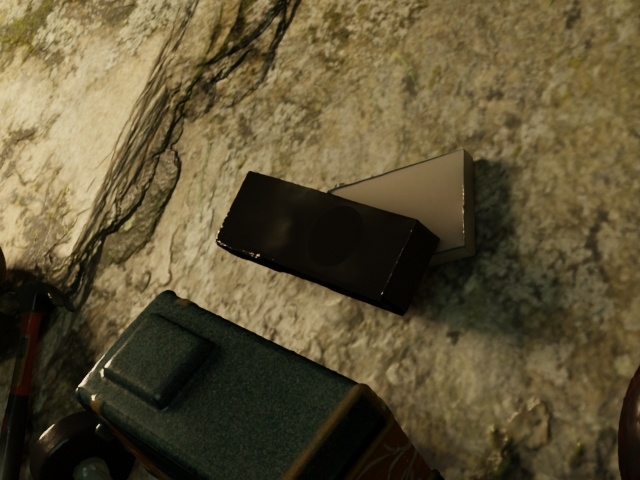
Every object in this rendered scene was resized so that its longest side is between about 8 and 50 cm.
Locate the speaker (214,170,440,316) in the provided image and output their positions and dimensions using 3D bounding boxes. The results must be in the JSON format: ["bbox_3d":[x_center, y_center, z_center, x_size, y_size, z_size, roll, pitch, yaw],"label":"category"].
[{"bbox_3d":[0.000,0.000,0.980,0.218,0.044,0.082,19,79,43],"label":"speaker"}]

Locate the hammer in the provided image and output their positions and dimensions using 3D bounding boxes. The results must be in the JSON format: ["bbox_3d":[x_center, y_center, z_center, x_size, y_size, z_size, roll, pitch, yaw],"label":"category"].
[{"bbox_3d":[-0.334,0.175,1.185,0.111,0.033,0.287,-17,56,31],"label":"hammer"}]

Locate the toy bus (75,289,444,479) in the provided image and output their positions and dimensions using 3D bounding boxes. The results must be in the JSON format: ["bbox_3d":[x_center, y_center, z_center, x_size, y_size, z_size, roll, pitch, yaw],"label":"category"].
[{"bbox_3d":[-0.058,0.158,0.865,0.275,0.167,0.138,20,63,45],"label":"toy bus"}]

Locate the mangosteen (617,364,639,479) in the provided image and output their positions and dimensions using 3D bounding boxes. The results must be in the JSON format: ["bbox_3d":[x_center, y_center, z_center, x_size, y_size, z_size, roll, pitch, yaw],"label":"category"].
[{"bbox_3d":[0.269,0.107,0.586,0.235,0.261,0.235,-20,55,31],"label":"mangosteen"}]

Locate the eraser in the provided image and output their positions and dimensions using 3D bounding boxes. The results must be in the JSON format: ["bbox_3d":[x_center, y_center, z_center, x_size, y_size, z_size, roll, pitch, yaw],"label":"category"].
[{"bbox_3d":[0.071,-0.019,0.984,0.150,0.023,0.104,-16,57,31],"label":"eraser"}]

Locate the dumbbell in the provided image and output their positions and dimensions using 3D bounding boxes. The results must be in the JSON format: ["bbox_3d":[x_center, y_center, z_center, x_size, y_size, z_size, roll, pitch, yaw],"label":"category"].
[{"bbox_3d":[-0.189,0.248,0.980,0.100,0.100,0.191,-50,46,4],"label":"dumbbell"}]

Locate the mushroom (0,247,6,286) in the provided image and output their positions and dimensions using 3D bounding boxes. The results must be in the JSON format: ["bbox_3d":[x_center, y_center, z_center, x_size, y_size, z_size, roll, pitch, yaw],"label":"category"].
[{"bbox_3d":[-0.495,0.063,1.256,0.255,0.184,0.255,-19,25,9],"label":"mushroom"}]
